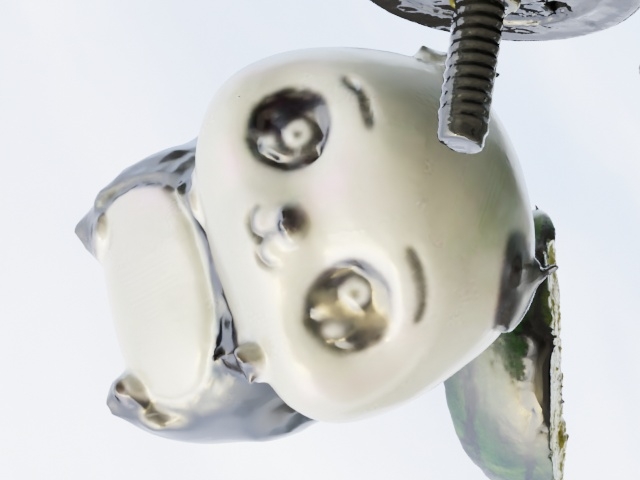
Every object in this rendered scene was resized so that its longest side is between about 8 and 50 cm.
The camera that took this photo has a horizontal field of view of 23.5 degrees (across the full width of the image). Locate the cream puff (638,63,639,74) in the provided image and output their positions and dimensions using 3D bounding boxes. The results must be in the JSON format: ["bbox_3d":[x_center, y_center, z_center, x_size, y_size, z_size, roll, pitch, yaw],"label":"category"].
[{"bbox_3d":[0.277,-0.106,1.035,0.116,0.122,0.094,31,-135,28],"label":"cream puff"}]

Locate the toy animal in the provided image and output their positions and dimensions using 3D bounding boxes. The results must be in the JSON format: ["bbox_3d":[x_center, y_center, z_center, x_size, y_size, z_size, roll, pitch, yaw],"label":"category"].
[{"bbox_3d":[0.000,0.000,1.024,0.251,0.310,0.251,18,-117,-40],"label":"toy animal"}]

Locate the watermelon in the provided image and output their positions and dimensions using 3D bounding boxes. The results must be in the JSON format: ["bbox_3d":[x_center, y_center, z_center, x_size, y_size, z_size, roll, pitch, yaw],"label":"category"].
[{"bbox_3d":[0.195,0.117,1.498,0.129,0.123,0.301,-6,-84,-56],"label":"watermelon"}]

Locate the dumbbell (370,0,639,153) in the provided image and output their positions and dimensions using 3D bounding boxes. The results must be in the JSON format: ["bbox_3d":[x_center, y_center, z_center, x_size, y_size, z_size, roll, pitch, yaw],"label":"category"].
[{"bbox_3d":[0.084,-0.195,0.681,0.143,0.143,0.325,18,-106,-34],"label":"dumbbell"}]
